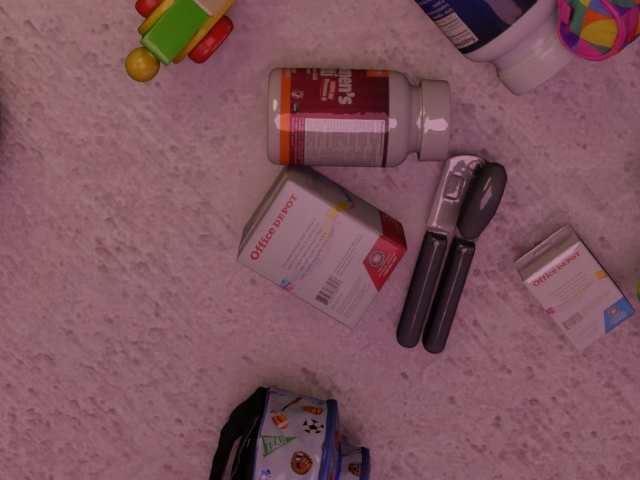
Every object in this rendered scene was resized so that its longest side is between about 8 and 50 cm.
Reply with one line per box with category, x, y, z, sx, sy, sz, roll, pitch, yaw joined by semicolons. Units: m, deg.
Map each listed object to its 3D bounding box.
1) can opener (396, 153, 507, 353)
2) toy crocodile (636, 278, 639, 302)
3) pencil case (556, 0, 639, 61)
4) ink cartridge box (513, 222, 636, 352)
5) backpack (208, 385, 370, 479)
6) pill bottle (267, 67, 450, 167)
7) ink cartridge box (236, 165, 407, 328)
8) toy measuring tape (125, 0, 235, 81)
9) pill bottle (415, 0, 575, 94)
can opener;0.163;0.020;1.764;0.074;0.093;0.280;14;111;-6
toy crocodile;0.471;-0.007;1.721;0.105;0.115;0.341;12;111;30
pencil case;0.369;-0.297;1.593;0.104;0.236;0.104;28;138;29
ink cartridge box;0.322;0.053;1.770;0.092;0.090;0.143;-37;103;10
backpack;-0.041;0.328;1.776;0.213;0.276;0.264;5;101;-7
pill bottle;0.046;-0.151;1.688;0.221;0.121;0.121;1;107;-1
ink cartridge box;0.000;0.000;1.732;0.176;0.127;0.128;32;105;-10
toy measuring tape;-0.126;-0.320;1.664;0.121;0.121;0.330;41;80;-12
pill bottle;0.193;-0.309;1.624;0.153;0.153;0.265;-41;104;12
